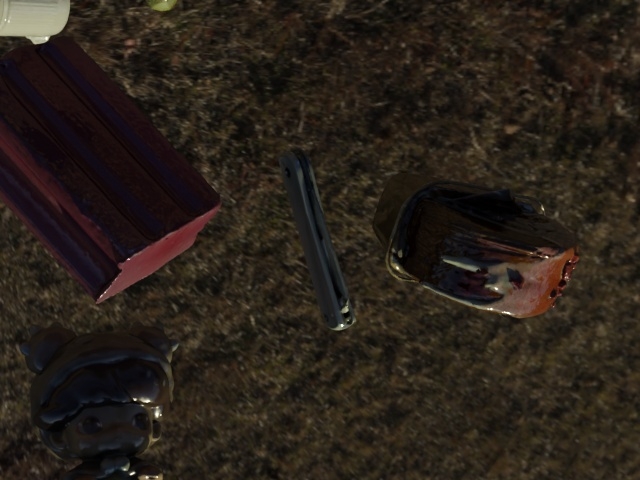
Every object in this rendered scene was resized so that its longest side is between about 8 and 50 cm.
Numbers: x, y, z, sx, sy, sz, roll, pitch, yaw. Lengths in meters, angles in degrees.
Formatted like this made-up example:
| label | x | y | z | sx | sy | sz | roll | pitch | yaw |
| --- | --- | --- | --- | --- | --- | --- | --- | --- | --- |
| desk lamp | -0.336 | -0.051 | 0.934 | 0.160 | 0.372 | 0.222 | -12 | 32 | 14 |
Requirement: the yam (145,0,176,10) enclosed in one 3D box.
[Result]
| label | x | y | z | sx | sy | sz | roll | pitch | yaw |
| --- | --- | --- | --- | --- | --- | --- | --- | --- | --- |
| yam | -0.231 | -0.377 | 1.245 | 0.070 | 0.070 | 0.146 | -44 | 139 | -10 |

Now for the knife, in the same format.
| label | x | y | z | sx | sy | sz | roll | pitch | yaw |
| --- | --- | --- | --- | --- | --- | --- | --- | --- | --- |
| knife | -0.001 | -0.001 | 1.275 | 0.041 | 0.073 | 0.265 | -19 | 97 | -18 |

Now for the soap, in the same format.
| label | x | y | z | sx | sy | sz | roll | pitch | yaw |
| --- | --- | --- | --- | --- | --- | --- | --- | --- | --- |
| soap | -0.341 | -0.113 | 1.296 | 0.359 | 0.128 | 0.233 | 47 | 36 | 5 |

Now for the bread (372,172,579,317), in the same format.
| label | x | y | z | sx | sy | sz | roll | pitch | yaw |
| --- | --- | --- | --- | --- | --- | --- | --- | --- | --- |
| bread | 0.183 | -0.003 | 1.035 | 0.224 | 0.212 | 0.142 | 5 | 110 | -34 |

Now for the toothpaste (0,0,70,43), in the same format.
| label | x | y | z | sx | sy | sz | roll | pitch | yaw |
| --- | --- | --- | --- | --- | --- | --- | --- | --- | --- |
| toothpaste | -0.261 | -0.118 | 0.414 | 0.314 | 0.058 | 0.056 | -12 | 69 | -46 |

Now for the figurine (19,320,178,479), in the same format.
| label | x | y | z | sx | sy | sz | roll | pitch | yaw |
| --- | --- | --- | --- | --- | --- | --- | --- | --- | --- |
| figurine | -0.323 | 0.302 | 1.377 | 0.248 | 0.203 | 0.380 | 0 | 66 | -25 |
